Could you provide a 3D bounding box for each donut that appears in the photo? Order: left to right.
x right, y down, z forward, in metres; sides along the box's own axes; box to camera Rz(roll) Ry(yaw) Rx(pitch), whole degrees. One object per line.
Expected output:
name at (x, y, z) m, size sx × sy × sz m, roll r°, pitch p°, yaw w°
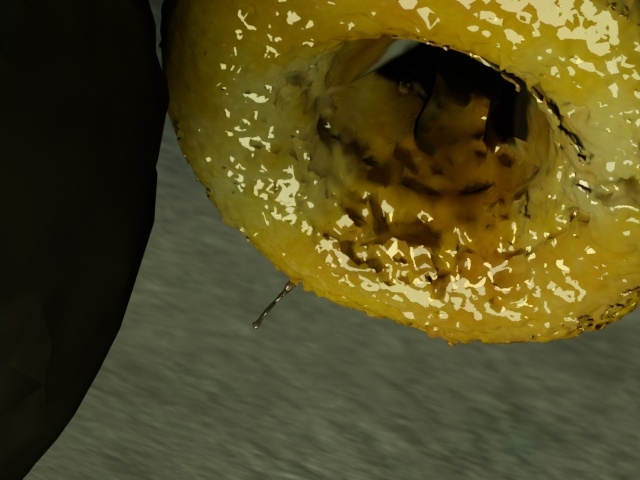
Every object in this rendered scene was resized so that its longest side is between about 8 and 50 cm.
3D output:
donut at (0.050, -0.068, 0.659) m, size 0.253 × 0.118 × 0.253 m, roll 13°, pitch 136°, yaw 13°

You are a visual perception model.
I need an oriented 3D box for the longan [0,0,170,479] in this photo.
longan at (-0.234, -0.051, 0.589) m, size 0.391 × 0.391 × 0.391 m, roll 14°, pitch 151°, yaw 8°

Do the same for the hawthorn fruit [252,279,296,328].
hawthorn fruit at (0.000, 0.000, 0.806) m, size 0.066 × 0.103 × 0.067 m, roll 35°, pitch 176°, yaw 3°
